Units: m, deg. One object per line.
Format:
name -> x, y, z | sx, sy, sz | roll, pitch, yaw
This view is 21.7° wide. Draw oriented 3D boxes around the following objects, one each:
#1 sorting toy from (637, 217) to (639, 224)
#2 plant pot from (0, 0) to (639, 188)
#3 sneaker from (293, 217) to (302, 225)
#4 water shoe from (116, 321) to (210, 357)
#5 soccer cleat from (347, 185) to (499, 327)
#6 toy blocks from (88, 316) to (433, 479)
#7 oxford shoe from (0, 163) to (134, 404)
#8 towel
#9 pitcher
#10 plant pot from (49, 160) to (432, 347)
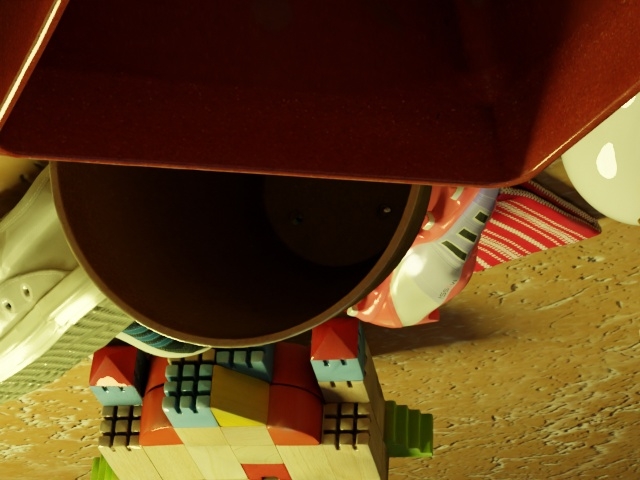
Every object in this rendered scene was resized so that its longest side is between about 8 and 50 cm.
sorting toy -> 0.370, -0.088, 1.149 | 0.307, 0.041, 0.229 | -45, 148, 15
plant pot -> 0.013, -0.186, 0.692 | 0.267, 0.235, 0.267 | 2, 158, -23
sneaker -> 0.000, 0.000, 1.389 | 0.084, 0.097, 0.235 | 19, 170, -19
water shoe -> -0.149, 0.058, 1.522 | 0.080, 0.073, 0.203 | -27, 152, 38
soccer cleat -> 0.101, -0.006, 1.377 | 0.095, 0.083, 0.248 | 7, 143, -22
toy blocks -> -0.087, 0.174, 1.737 | 0.381, 0.190, 0.261 | -2, 149, 10
oxford shoe -> -0.251, 0.050, 1.377 | 0.169, 0.130, 0.449 | -23, 170, -44
towel -> 0.094, 0.008, 1.525 | 0.275, 0.031, 0.199 | -19, 157, 29
pitcher -> 0.206, -0.102, 1.168 | 0.178, 0.125, 0.207 | 11, 152, 12
plant pot -> -0.020, -0.044, 1.116 | 0.237, 0.237, 0.254 | -12, 172, 15
